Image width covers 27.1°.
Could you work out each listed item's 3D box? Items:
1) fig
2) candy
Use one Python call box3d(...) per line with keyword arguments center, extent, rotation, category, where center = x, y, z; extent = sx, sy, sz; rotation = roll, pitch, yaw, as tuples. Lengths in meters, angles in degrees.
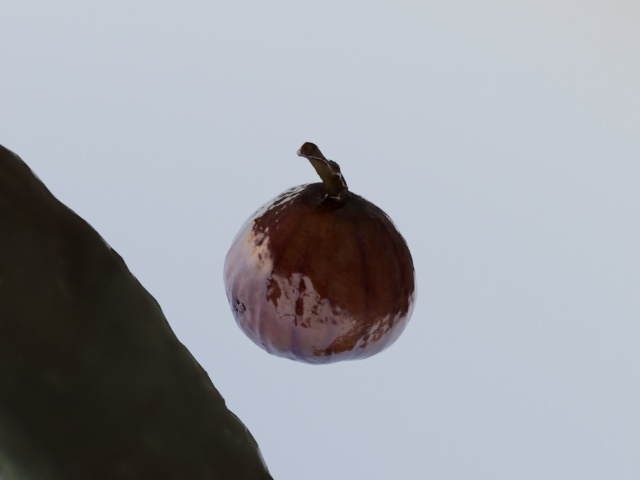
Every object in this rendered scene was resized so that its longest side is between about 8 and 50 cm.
box3d(center=(-0.008, 0.011, 0.864), extent=(0.150, 0.128, 0.128), rotation=(63, -159, -12), category="fig")
box3d(center=(-0.104, 0.070, 0.500), extent=(0.102, 0.104, 0.234), rotation=(-41, -74, -37), category="candy")
